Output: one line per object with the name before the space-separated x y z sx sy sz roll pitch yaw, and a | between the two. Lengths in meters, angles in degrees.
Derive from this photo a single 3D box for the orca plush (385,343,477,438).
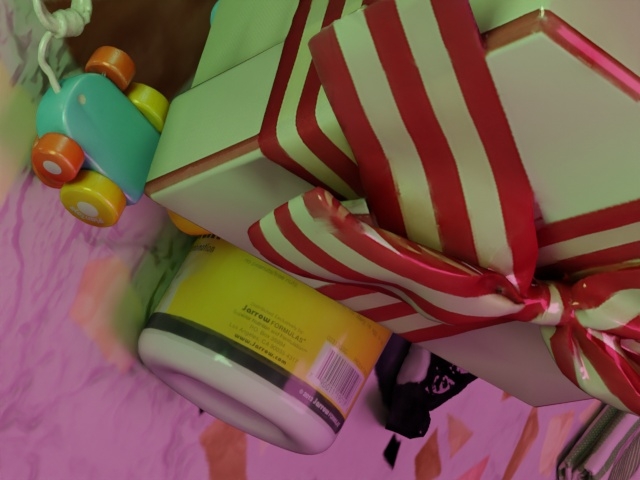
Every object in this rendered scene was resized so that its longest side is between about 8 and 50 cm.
orca plush | 0.134 0.000 0.932 0.287 0.102 0.151 -59 148 -18

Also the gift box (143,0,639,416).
gift box | 0.105 -0.081 0.568 0.255 0.276 0.258 26 65 -24

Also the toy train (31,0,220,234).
toy train | -0.066 -0.062 0.632 0.166 0.046 0.125 -1 86 -49

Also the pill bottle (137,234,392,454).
pill bottle | 0.000 0.000 0.712 0.184 0.103 0.103 -61 149 -16

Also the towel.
towel | 0.285 0.256 1.400 0.248 0.038 0.325 -42 140 -40
